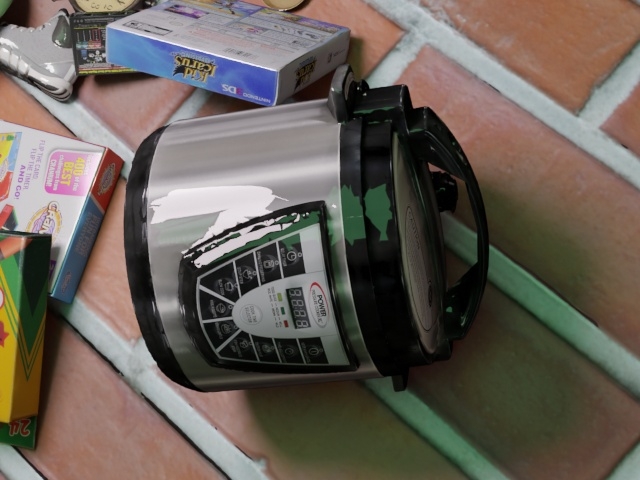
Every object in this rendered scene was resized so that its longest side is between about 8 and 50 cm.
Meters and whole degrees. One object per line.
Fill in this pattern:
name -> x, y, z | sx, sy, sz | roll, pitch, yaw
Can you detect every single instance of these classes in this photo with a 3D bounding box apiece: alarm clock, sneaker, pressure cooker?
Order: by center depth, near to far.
pressure cooker -> 0.000, -0.004, 1.418 | 0.420, 0.370, 0.376 | -6, 70, 12
alarm clock -> -0.315, -0.388, 1.761 | 0.192, 0.064, 0.129 | 21, 74, 14
sneaker -> -0.463, -0.327, 1.785 | 0.228, 0.086, 0.132 | 31, 80, 10

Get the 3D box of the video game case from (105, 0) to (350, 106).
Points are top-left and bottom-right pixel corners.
video game case -> -0.128, -0.280, 1.602 | 0.269, 0.244, 0.061 | 18, 120, 19

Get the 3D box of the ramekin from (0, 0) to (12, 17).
ramekin -> -0.647, -0.415, 1.749 | 0.303, 0.148, 0.303 | -10, 46, 10

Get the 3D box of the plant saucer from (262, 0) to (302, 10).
plant saucer -> -0.054, -0.389, 1.719 | 0.083, 0.015, 0.083 | -4, 74, 13

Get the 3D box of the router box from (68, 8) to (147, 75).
router box -> -0.320, -0.304, 1.715 | 0.122, 0.038, 0.092 | -3, 112, -4

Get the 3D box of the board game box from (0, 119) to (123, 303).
board game box -> -0.490, -0.060, 1.724 | 0.316, 0.064, 0.242 | 16, 81, 18

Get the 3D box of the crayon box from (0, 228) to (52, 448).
crayon box -> -0.505, 0.140, 1.626 | 0.202, 0.081, 0.319 | 6, 94, 19
